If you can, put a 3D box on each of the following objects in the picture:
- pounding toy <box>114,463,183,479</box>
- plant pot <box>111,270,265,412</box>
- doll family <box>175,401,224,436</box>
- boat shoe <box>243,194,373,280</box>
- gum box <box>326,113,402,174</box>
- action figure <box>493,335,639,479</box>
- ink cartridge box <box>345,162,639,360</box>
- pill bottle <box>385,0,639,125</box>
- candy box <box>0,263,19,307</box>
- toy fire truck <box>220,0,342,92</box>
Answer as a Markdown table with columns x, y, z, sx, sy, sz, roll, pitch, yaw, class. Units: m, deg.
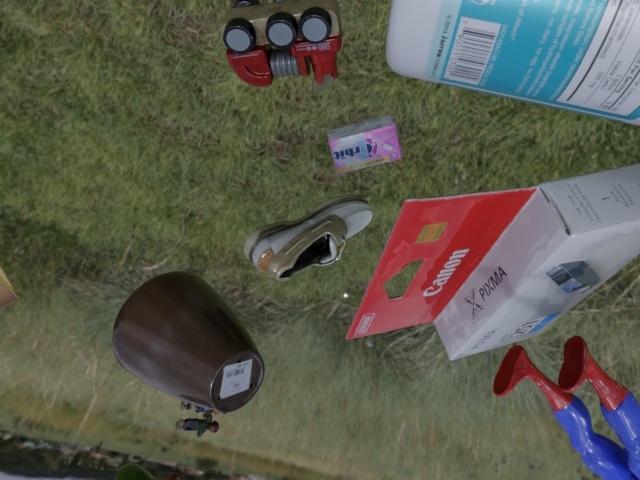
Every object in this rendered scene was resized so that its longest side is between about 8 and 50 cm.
| x | y | z | sx | sy | sz | roll | pitch | yaw | class |
| --- | --- | --- | --- | --- | --- | --- | --- | --- | --- |
| -0.303 | 0.505 | 0.921 | 0.110 | 0.183 | 0.237 | -7 | -172 | -6 | pounding toy |
| -0.209 | 0.191 | 0.893 | 0.230 | 0.215 | 0.215 | 22 | 166 | 42 | plant pot |
| -0.229 | 0.344 | 1.109 | 0.111 | 0.076 | 0.193 | 18 | 123 | -30 | doll family |
| 0.000 | 0.000 | 1.024 | 0.103 | 0.302 | 0.113 | 44 | 143 | 31 | boat shoe |
| 0.120 | -0.256 | 1.365 | 0.188 | 0.062 | 0.107 | -14 | 131 | 4 | gum box |
| 0.242 | 0.217 | 0.398 | 0.280 | 0.139 | 0.091 | 42 | 147 | -13 | action figure |
| 0.181 | 0.049 | 0.555 | 0.261 | 0.066 | 0.296 | -10 | 149 | -15 | ink cartridge box |
| 0.188 | -0.166 | 0.361 | 0.264 | 0.146 | 0.146 | 14 | 154 | 6 | pill bottle |
| -0.790 | 0.032 | 1.060 | 0.087 | 0.183 | 0.317 | 30 | 139 | 40 | candy box |
| -0.057 | -0.361 | 1.024 | 0.217 | 0.159 | 0.246 | -4 | 140 | 10 | toy fire truck |
